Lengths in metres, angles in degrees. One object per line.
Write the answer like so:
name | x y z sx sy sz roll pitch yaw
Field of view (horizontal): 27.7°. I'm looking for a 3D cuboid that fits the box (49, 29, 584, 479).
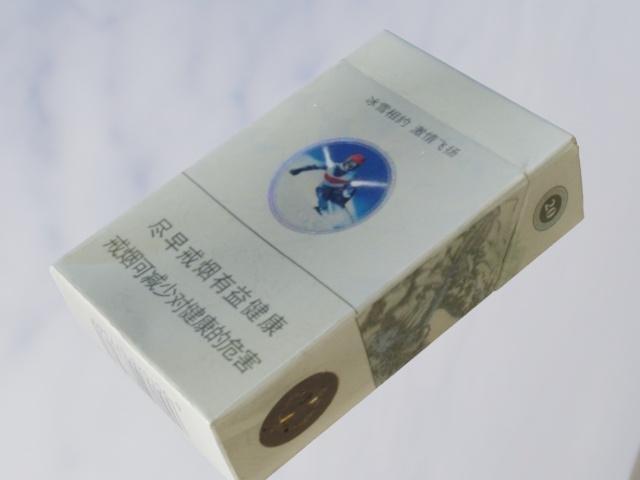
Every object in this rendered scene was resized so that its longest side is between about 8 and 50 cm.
box | 0.000 0.000 0.730 0.256 0.164 0.069 -37 -41 -18
